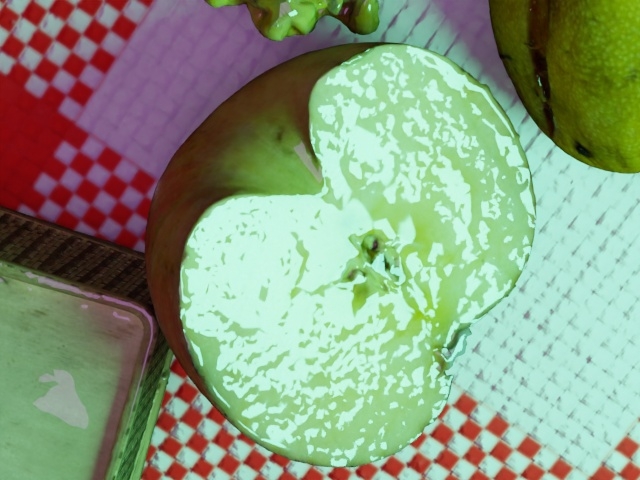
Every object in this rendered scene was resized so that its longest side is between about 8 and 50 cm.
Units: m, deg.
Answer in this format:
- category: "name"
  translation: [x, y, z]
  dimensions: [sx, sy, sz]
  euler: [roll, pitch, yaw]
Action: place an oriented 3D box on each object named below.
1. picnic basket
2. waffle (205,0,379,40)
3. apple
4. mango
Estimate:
- category: "picnic basket"
  translation: [-0.250, 0.145, 1.205]
  dimensions: [0.228, 0.175, 0.312]
  euler: [17, 101, 1]
- category: "waffle"
  translation: [0.023, -0.302, 1.080]
  dimensions: [0.324, 0.151, 0.261]
  euler: [-40, 94, 9]
- category: "apple"
  translation: [0.000, 0.000, 1.137]
  dimensions: [0.293, 0.163, 0.251]
  euler: [-48, 119, -11]
- category: "mango"
  translation: [0.183, -0.155, 1.052]
  dimensions: [0.120, 0.177, 0.295]
  euler: [-34, 144, -6]
